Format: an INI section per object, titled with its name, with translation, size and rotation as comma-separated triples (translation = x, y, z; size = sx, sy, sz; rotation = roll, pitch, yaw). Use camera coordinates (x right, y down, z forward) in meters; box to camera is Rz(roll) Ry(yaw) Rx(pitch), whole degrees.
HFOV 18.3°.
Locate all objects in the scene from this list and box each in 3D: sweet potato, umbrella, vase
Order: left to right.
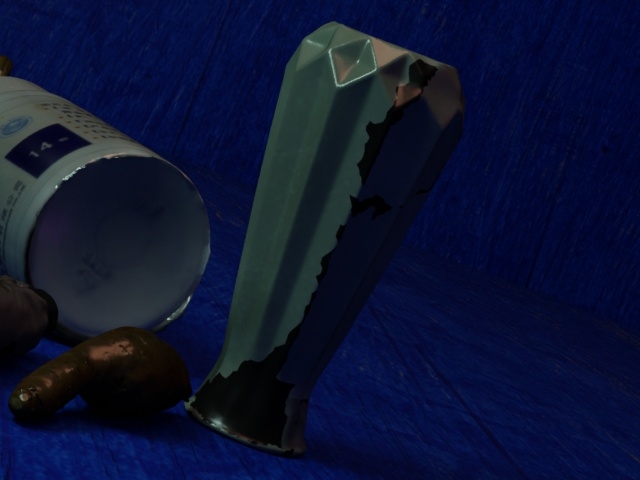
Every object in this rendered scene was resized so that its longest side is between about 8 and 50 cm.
[umbrella]
translation = -0.285, 0.063, 1.529
size = 0.067, 0.073, 0.337
rotation = 39, 9, 12
[sweet potato]
translation = -0.166, 0.105, 1.573
size = 0.075, 0.074, 0.269
rotation = 24, 9, 24
[vase]
translation = 0.000, 0.000, 1.708
size = 0.165, 0.360, 0.165
rotation = 21, 6, -2

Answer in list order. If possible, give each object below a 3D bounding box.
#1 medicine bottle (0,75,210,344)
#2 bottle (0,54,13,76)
[medicine bottle]
translation = -0.261, -0.036, 1.919
size = 0.190, 0.190, 0.332
rotation = 18, 7, -34
[bottle]
translation = -0.568, -0.203, 2.426
size = 0.351, 0.171, 0.171
rotation = 20, 6, -9
